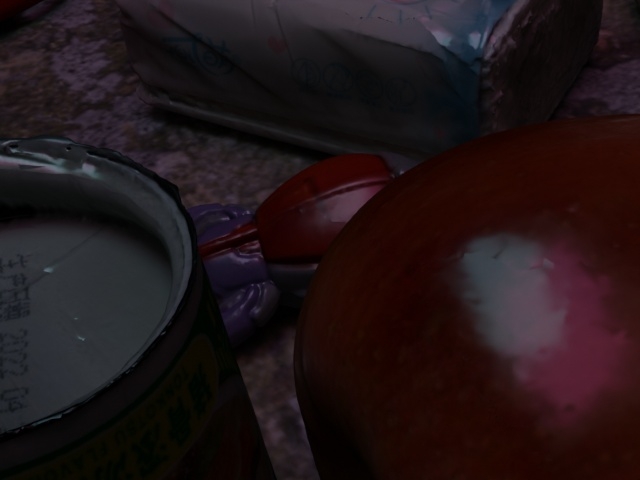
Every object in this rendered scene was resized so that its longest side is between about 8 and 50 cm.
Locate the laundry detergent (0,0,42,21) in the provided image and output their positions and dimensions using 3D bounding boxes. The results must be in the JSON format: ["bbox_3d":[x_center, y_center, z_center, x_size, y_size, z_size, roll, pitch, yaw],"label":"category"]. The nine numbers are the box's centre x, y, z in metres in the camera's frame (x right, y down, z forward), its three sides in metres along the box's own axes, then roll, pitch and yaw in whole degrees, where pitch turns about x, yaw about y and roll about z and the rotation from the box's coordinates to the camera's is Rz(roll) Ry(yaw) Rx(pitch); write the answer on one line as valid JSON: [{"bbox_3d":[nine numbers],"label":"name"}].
[{"bbox_3d":[-0.238,-0.218,1.014,0.097,0.049,0.165,32,51,29],"label":"laundry detergent"}]

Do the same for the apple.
[{"bbox_3d":[0.121,0.072,0.457,0.241,0.242,0.242,-13,39,-10],"label":"apple"}]

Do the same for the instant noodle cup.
[{"bbox_3d":[-0.094,0.097,0.453,0.207,0.233,0.207,-3,39,2],"label":"instant noodle cup"}]

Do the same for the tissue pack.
[{"bbox_3d":[0.030,-0.150,0.838,0.271,0.124,0.201,15,40,25],"label":"tissue pack"}]

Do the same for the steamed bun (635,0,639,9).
[{"bbox_3d":[0.348,-0.237,0.836,0.268,0.207,0.280,-14,37,-9],"label":"steamed bun"}]

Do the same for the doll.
[{"bbox_3d":[0.000,0.000,0.688,0.227,0.075,0.102,-19,54,0],"label":"doll"}]
